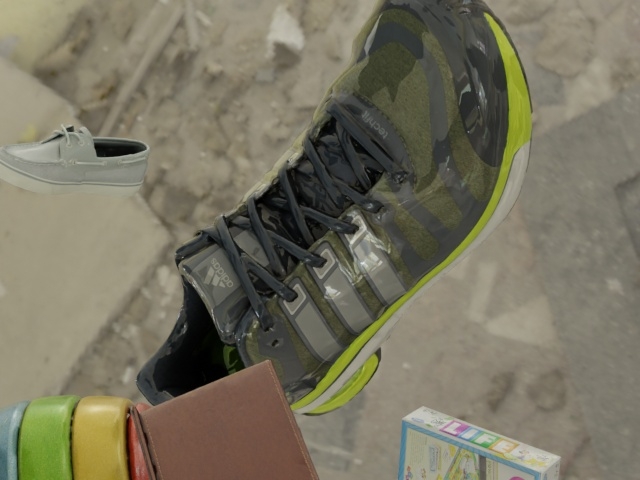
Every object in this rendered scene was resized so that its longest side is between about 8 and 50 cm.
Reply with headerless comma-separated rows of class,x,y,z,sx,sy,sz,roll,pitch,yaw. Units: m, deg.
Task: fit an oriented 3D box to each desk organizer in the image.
desk organizer,-0.016,0.103,0.379,0.050,0.047,0.130,-22,45,-4

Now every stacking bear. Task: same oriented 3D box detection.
stacking bear,-0.155,0.188,0.886,0.289,0.164,0.175,-11,23,-1

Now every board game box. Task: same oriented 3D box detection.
board game box,0.098,0.196,0.797,0.103,0.026,0.154,17,114,34

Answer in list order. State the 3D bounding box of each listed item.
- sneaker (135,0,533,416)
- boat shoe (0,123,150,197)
sneaker,0.000,0.000,0.608,0.111,0.121,0.300,48,132,25
boat shoe,-0.307,-0.106,1.509,0.079,0.227,0.081,39,113,35
